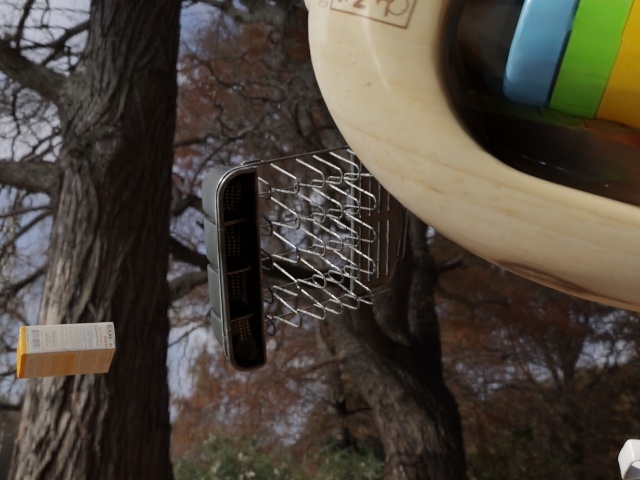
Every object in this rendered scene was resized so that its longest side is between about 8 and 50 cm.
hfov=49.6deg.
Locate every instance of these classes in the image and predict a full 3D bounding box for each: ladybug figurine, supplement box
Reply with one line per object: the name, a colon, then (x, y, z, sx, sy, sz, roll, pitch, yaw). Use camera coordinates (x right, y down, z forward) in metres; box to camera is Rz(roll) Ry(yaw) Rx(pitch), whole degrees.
ladybug figurine: (0.204, -0.117, 0.455, 0.449, 0.305, 0.162, 22, 12, 15)
supplement box: (-0.284, 0.122, 0.773, 0.098, 0.036, 0.062, 1, -35, -27)

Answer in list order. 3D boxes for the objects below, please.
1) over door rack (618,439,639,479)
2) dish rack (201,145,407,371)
over door rack: (0.408, 0.242, 0.514, 0.324, 0.239, 0.108, -16, -44, 24)
dish rack: (0.000, 0.000, 0.742, 0.271, 0.208, 0.074, -15, 26, -33)
